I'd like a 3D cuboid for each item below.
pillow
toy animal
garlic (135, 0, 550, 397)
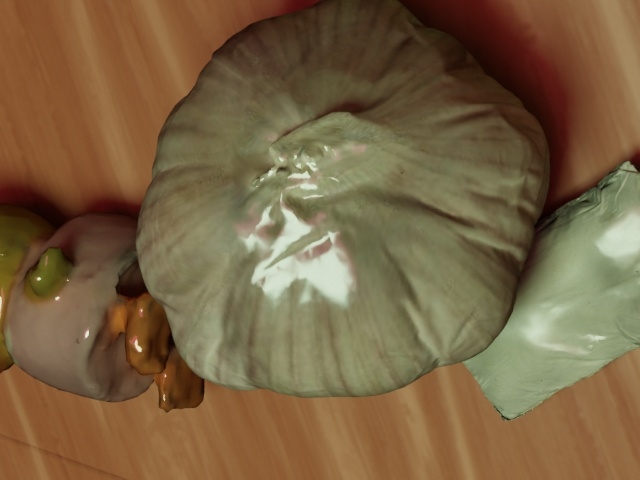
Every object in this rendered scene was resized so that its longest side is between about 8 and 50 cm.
[{"bbox_3d":[0.192,0.042,1.341,0.229,0.051,0.128,-34,87,30],"label":"pillow"},{"bbox_3d":[-0.236,0.047,1.474,0.281,0.169,0.195,4,149,20],"label":"toy animal"},{"bbox_3d":[0.013,-0.023,1.269,0.317,0.259,0.317,-2,72,6],"label":"garlic"}]
